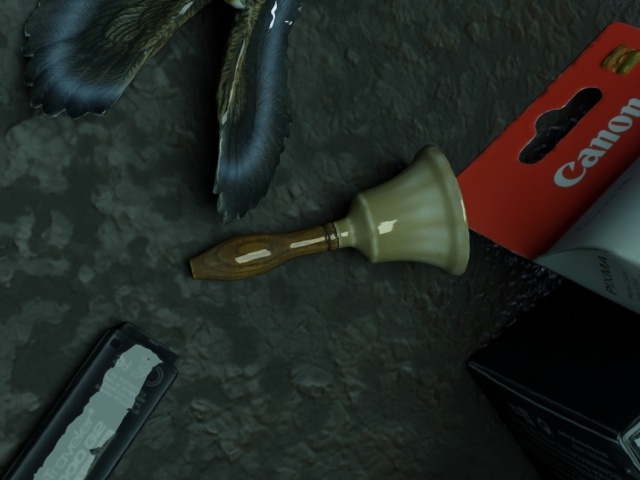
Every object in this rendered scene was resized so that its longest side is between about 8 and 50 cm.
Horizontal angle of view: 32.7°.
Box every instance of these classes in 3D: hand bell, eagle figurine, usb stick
[{"bbox_3d":[0.000,0.000,0.990,0.242,0.126,0.126,-14,99,-11],"label":"hand bell"},{"bbox_3d":[-0.081,-0.198,0.905,0.226,0.225,0.298,43,109,19],"label":"eagle figurine"},{"bbox_3d":[-0.221,0.197,0.912,0.077,0.045,0.278,37,78,-15],"label":"usb stick"}]

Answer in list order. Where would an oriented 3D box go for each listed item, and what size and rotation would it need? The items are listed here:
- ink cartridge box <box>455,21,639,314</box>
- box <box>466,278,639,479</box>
[{"bbox_3d":[0.321,-0.086,0.966,0.308,0.385,0.091,-44,136,-16],"label":"ink cartridge box"},{"bbox_3d":[0.495,0.181,1.086,0.480,0.297,0.472,-38,106,-11],"label":"box"}]
